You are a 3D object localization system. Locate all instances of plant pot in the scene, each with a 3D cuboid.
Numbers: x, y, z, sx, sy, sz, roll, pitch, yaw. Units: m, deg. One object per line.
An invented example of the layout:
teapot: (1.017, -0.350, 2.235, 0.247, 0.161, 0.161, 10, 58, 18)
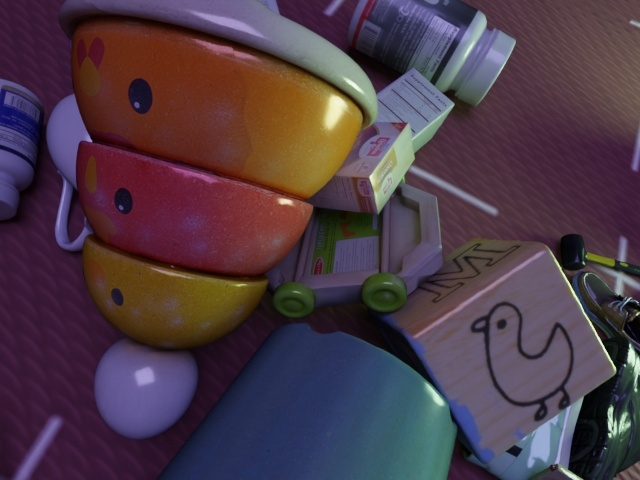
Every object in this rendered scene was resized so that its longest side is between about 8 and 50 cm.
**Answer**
plant pot: (-0.030, 0.292, 0.508, 0.341, 0.341, 0.334, 31, 56, 3)

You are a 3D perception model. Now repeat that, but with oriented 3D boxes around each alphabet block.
alphabet block: (0.207, 0.126, 0.637, 0.197, 0.193, 0.192, -33, 98, -6)

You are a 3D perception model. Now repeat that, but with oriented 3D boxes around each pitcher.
pitcher: (-0.345, -0.102, 0.723, 0.178, 0.125, 0.207, -32, 69, 10)

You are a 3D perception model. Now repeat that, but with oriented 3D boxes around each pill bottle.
pill bottle: (-0.476, -0.130, 0.706, 0.112, 0.112, 0.186, 0, 66, -11)
pill bottle: (0.209, -0.386, 0.927, 0.283, 0.161, 0.161, 29, 64, 2)

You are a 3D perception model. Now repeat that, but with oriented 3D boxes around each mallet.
mallet: (0.517, 0.047, 0.869, 0.190, 0.039, 0.062, 21, 63, -6)

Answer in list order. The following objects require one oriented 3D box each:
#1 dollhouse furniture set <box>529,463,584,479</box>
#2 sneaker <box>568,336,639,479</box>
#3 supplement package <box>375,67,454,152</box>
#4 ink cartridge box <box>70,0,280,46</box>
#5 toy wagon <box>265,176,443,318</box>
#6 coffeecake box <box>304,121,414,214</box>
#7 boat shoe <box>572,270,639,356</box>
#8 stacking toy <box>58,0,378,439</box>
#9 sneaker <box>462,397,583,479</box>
dollhouse furniture set: (0.288, 0.405, 0.608, 0.129, 0.183, 0.129, 33, 35, 4)
sneaker: (0.433, 0.285, 0.712, 0.130, 0.109, 0.286, 39, 69, -4)
supplement package: (0.128, -0.199, 0.860, 0.105, 0.105, 0.179, 45, 66, 10)
ink cartridge box: (-0.250, -0.375, 0.885, 0.371, 0.069, 0.175, -8, 69, -17)
toy wagon: (0.000, 0.000, 0.717, 0.345, 0.068, 0.267, -7, 40, 15)
coffeecake box: (0.027, -0.117, 0.734, 0.186, 0.068, 0.142, 10, 46, 31)
boat shoe: (0.503, 0.124, 0.812, 0.066, 0.066, 0.183, -27, 74, -21)
stacking toy: (-0.151, 0.003, 0.561, 0.351, 0.350, 0.479, 14, 91, -5)
sneaker: (0.290, 0.221, 0.713, 0.151, 0.094, 0.255, 22, 63, 2)
